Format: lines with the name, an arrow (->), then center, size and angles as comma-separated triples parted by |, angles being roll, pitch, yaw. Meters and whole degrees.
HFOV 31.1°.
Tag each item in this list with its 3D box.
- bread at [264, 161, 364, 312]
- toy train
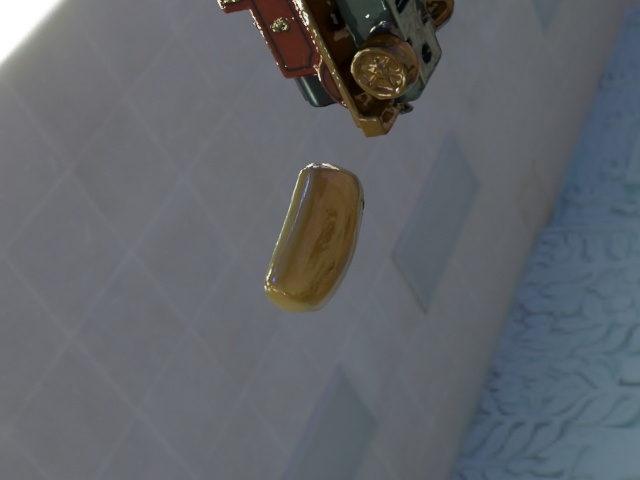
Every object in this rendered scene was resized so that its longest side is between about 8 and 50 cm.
bread -> 0.000, 0.000, 1.618 | 0.147, 0.098, 0.217 | 22, -96, -68
toy train -> 0.000, -0.297, 1.316 | 0.369, 0.231, 0.163 | 61, -138, -32
